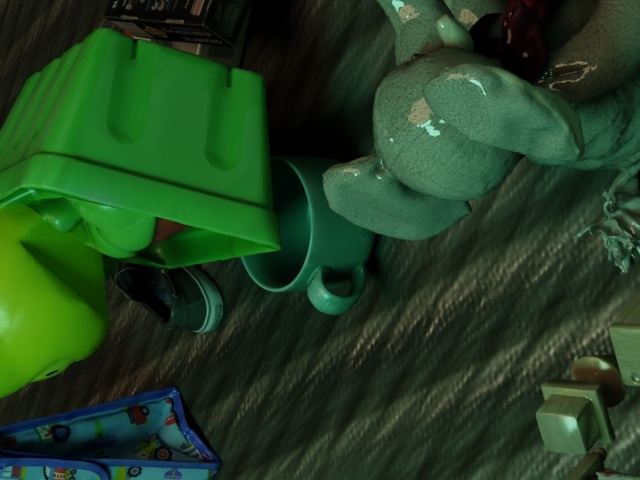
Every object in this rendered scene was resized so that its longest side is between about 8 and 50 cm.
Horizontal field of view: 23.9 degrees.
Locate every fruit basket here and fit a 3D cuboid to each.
[{"bbox_3d":[-0.229,0.007,1.461,0.392,0.283,0.392,-46,36,50],"label":"fruit basket"}]

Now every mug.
[{"bbox_3d":[-0.006,-0.003,1.466,0.129,0.097,0.157,-12,81,52],"label":"mug"}]

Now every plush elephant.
[{"bbox_3d":[0.128,-0.123,1.152,0.272,0.255,0.330,-33,64,48],"label":"plush elephant"}]

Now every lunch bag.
[{"bbox_3d":[-0.295,0.295,1.694,0.138,0.293,0.221,52,130,39],"label":"lunch bag"}]

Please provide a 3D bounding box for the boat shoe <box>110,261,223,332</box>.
[{"bbox_3d":[-0.200,0.044,1.744,0.228,0.076,0.080,39,121,46],"label":"boat shoe"}]

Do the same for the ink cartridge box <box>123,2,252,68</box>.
[{"bbox_3d":[-0.194,-0.186,1.744,0.261,0.066,0.296,31,115,48],"label":"ink cartridge box"}]

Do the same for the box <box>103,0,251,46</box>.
[{"bbox_3d":[-0.122,-0.316,1.578,0.175,0.051,0.220,12,79,46],"label":"box"}]

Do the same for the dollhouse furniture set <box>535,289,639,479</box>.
[{"bbox_3d":[0.341,0.168,1.056,0.303,0.174,0.355,0,120,41],"label":"dollhouse furniture set"}]
